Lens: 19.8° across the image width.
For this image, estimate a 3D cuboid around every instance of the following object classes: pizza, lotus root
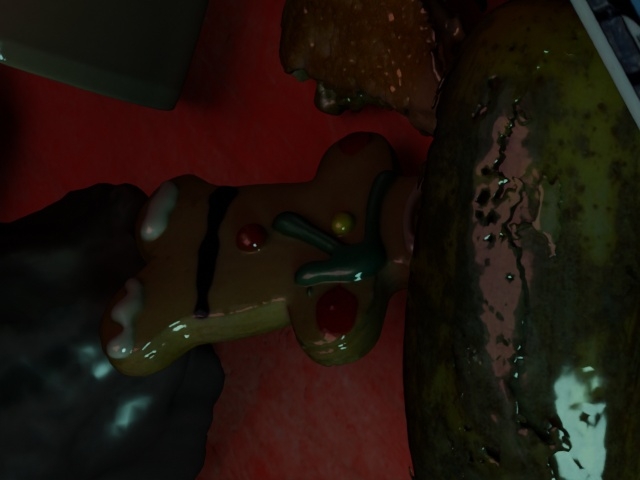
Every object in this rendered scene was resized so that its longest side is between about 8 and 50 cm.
[{"bbox_3d":[0.050,-0.151,1.278,0.226,0.069,0.147,21,111,52],"label":"pizza"},{"bbox_3d":[0.145,0.041,1.086,0.179,0.196,0.397,-173,84,-65],"label":"lotus root"}]

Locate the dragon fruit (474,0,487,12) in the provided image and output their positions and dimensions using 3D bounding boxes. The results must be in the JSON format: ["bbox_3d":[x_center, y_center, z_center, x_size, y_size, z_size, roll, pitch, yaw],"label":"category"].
[{"bbox_3d":[0.100,-0.218,1.191,0.121,0.142,0.130,34,114,33],"label":"dragon fruit"}]

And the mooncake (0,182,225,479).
[{"bbox_3d":[-0.259,0.133,1.358,0.212,0.381,0.350,51,148,31],"label":"mooncake"}]

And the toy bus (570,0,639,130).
[{"bbox_3d":[0.244,-0.069,0.969,0.131,0.106,0.297,-14,109,56],"label":"toy bus"}]

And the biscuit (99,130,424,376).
[{"bbox_3d":[0.000,0.000,1.237,0.301,0.049,0.197,-6,50,17],"label":"biscuit"}]

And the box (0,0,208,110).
[{"bbox_3d":[-0.221,-0.249,1.405,0.301,0.301,0.216,27,101,42],"label":"box"}]
